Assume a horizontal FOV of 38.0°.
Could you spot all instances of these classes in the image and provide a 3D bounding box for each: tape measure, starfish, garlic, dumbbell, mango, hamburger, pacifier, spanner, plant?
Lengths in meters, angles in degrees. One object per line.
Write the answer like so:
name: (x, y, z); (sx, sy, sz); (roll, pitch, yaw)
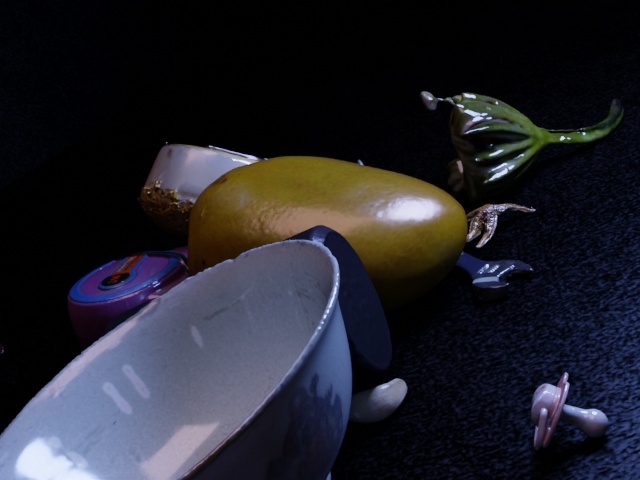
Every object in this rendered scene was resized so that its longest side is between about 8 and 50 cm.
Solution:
tape measure: (-0.286, 0.108, 1.538); (0.245, 0.149, 0.231); (-11, 22, 13)
starfish: (0.268, -0.041, 1.442); (0.130, 0.041, 0.133); (-21, 22, 4)
garlic: (0.069, 0.193, 1.115); (0.083, 0.041, 0.053); (-25, -1, -14)
dumbbell: (-0.093, 0.131, 1.167); (0.322, 0.203, 0.204); (-24, 21, 18)
mango: (0.000, 0.000, 1.381); (0.446, 0.232, 0.300); (2, 31, 28)
hamburger: (-0.178, -0.067, 1.672); (0.294, 0.179, 0.276); (11, -4, -24)
pacifier: (0.251, 0.181, 0.943); (0.078, 0.081, 0.099); (17, 10, 10)
spanner: (0.205, 0.025, 1.385); (0.087, 0.024, 0.316); (-28, 21, -14)
plant: (0.354, -0.194, 1.552); (0.333, 0.180, 0.251); (-16, 34, 10)

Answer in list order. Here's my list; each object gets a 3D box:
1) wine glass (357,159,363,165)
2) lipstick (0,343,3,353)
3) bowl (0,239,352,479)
wine glass: (0.018, -0.094, 1.784); (0.155, 0.073, 0.073); (-22, 22, -5)
lipstick: (-0.698, 0.231, 1.824); (0.176, 0.027, 0.027); (-17, 23, 22)
bowl: (-0.115, 0.205, 0.908); (0.435, 0.196, 0.435); (-30, 20, 12)
